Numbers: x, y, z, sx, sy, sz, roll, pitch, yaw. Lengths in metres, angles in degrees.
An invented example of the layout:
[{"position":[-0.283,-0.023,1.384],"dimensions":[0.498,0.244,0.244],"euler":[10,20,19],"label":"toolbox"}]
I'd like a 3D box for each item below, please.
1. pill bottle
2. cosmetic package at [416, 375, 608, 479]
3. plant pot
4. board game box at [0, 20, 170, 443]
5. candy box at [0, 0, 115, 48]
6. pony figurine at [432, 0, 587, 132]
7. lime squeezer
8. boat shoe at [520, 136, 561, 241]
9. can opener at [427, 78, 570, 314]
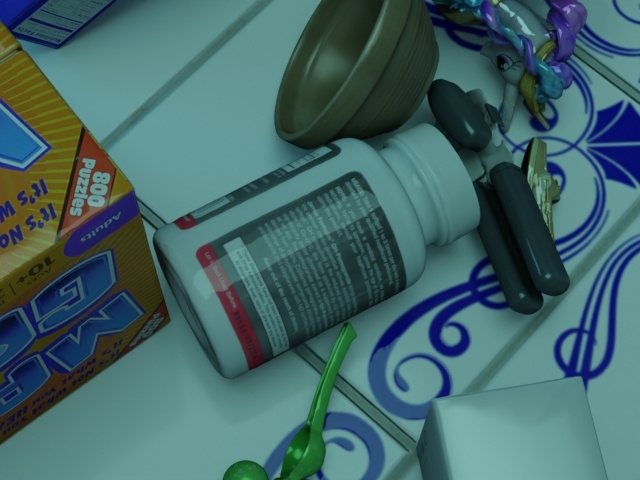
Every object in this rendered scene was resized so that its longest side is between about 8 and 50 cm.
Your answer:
[{"position":[0.000,0.000,1.405],"dimensions":[0.318,0.176,0.176],"euler":[-27,71,-11],"label":"pill bottle"},{"position":[0.204,0.334,1.262],"dimensions":[0.155,0.197,0.365],"euler":[-10,66,-5],"label":"cosmetic package"},{"position":[0.054,-0.195,1.483],"dimensions":[0.110,0.237,0.237],"euler":[27,66,-22],"label":"plant pot"},{"position":[-0.405,-0.007,1.302],"dimensions":[0.356,0.356,0.356],"euler":[-36,73,-14],"label":"board game box"},{"position":[-0.276,-0.419,1.527],"dimensions":[0.317,0.122,0.268],"euler":[-34,70,20],"label":"candy box"},{"position":[0.226,-0.352,1.534],"dimensions":[0.363,0.303,0.351],"euler":[46,106,12],"label":"pony figurine"},{"position":[-0.063,0.215,1.359],"dimensions":[0.310,0.059,0.110],"euler":[-33,112,-17],"label":"lime squeezer"},{"position":[0.247,-0.049,1.502],"dimensions":[0.045,0.050,0.135],"euler":[7,78,-2],"label":"boat shoe"},{"position":[0.179,-0.055,1.457],"dimensions":[0.076,0.095,0.283],"euler":[-39,52,30],"label":"can opener"}]
